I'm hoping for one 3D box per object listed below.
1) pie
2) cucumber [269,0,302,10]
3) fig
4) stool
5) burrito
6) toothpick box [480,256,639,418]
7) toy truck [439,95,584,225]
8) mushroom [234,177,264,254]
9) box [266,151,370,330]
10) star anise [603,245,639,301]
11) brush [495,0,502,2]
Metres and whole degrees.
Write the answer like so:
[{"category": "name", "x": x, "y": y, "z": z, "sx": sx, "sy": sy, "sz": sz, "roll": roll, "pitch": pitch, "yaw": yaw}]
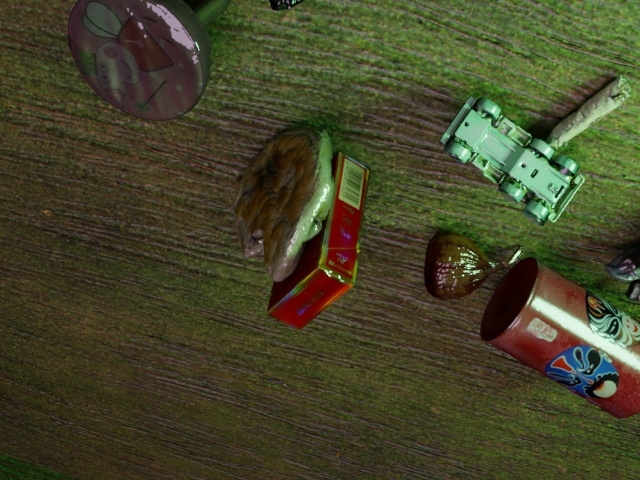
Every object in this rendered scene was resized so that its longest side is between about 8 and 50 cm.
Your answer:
[{"category": "pie", "x": -0.078, "y": -0.084, "z": 1.745, "sx": 0.075, "sy": 0.337, "sz": 0.337, "roll": 16, "pitch": 142, "yaw": -31}, {"category": "cucumber", "x": -0.106, "y": -0.535, "z": 1.478, "sx": 0.081, "sy": 0.072, "sz": 0.303, "roll": -6, "pitch": 128, "yaw": 27}, {"category": "fig", "x": 0.317, "y": 0.058, "z": 1.831, "sx": 0.201, "sy": 0.133, "sz": 0.146, "roll": 4, "pitch": 142, "yaw": 7}, {"category": "stool", "x": -0.309, "y": -0.378, "z": 1.628, "sx": 0.272, "sy": 0.178, "sz": 0.272, "roll": 11, "pitch": 134, "yaw": 12}, {"category": "burrito", "x": 0.471, "y": -0.223, "z": 1.566, "sx": 0.045, "sy": 0.041, "sz": 0.185, "roll": 2, "pitch": 150, "yaw": -41}, {"category": "toothpick box", "x": 0.525, "y": 0.201, "z": 1.822, "sx": 0.333, "sy": 0.204, "sz": 0.204, "roll": 30, "pitch": 135, "yaw": -6}, {"category": "toy truck", "x": 0.339, "y": -0.146, "z": 1.626, "sx": 0.259, "sy": 0.135, "sz": 0.128, "roll": 35, "pitch": 90, "yaw": -10}, {"category": "mushroom", "x": -0.131, "y": -0.018, "z": 1.997, "sx": 0.068, "sy": 0.043, "sz": 0.306, "roll": 17, "pitch": 143, "yaw": 42}, {"category": "box", "x": 0.000, "y": 0.000, "z": 1.758, "sx": 0.089, "sy": 0.313, "sz": 0.197, "roll": 29, "pitch": 136, "yaw": -20}, {"category": "star anise", "x": 0.674, "y": 0.040, "z": 1.679, "sx": 0.212, "sy": 0.129, "sz": 0.283, "roll": 21, "pitch": 142, "yaw": -22}, {"category": "brush", "x": 0.420, "y": -0.448, "z": 1.365, "sx": 0.321, "sy": 0.060, "sz": 0.050, "roll": -16, "pitch": 111, "yaw": 32}]
